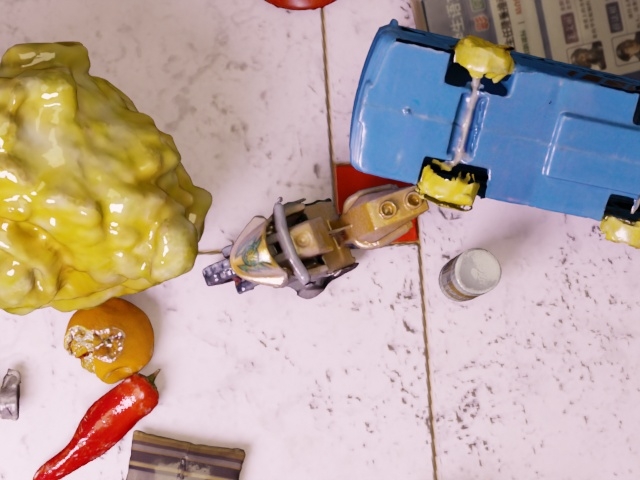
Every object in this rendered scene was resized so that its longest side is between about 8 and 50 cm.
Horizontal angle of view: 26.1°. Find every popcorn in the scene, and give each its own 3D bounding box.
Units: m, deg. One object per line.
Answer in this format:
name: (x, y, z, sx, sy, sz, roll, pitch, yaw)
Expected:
popcorn: (-0.231, -0.037, 1.253, 0.250, 0.242, 0.235, 35, 70, -14)

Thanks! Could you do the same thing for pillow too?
pillow: (-0.142, 0.288, 1.306, 0.113, 0.038, 0.203, 10, 80, -5)

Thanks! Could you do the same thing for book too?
book: (0.297, -0.291, 1.413, 0.428, 0.039, 0.300, -13, 97, -8)

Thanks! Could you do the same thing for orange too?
orange: (-0.199, 0.093, 1.317, 0.086, 0.062, 0.086, 2, 80, -9)

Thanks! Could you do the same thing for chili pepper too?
chili pepper: (-0.216, 0.185, 1.310, 0.178, 0.027, 0.045, -39, 127, -4)

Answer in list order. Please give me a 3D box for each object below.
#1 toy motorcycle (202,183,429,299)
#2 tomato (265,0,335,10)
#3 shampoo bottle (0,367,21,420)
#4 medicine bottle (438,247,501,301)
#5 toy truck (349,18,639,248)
toy motorcycle: (0.000, -0.001, 1.320, 0.229, 0.130, 0.094, -19, 83, -10)
tomato: (-0.015, -0.318, 1.386, 0.139, 0.091, 0.159, 1, 79, -8)
shampoo bottle: (-0.385, 0.153, 1.288, 0.208, 0.057, 0.063, -2, 74, -9)
medicine bottle: (0.145, 0.035, 1.356, 0.047, 0.083, 0.047, 1, 81, -6)
toy truck: (0.213, -0.101, 1.317, 0.385, 0.162, 0.161, 10, 104, -12)
